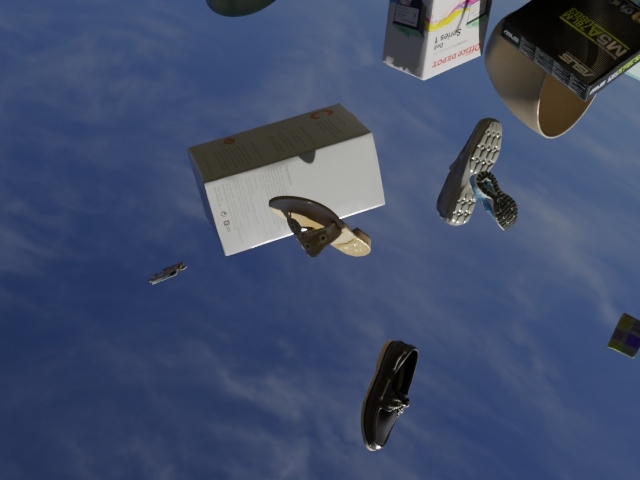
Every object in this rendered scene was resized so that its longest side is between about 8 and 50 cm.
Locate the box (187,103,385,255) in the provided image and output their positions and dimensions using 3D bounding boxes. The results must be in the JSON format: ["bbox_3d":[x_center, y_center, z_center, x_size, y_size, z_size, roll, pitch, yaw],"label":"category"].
[{"bbox_3d":[-0.073,-0.132,1.823,0.345,0.168,0.215,-18,-152,-9],"label":"box"}]

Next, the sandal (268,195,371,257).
[{"bbox_3d":[0.005,-0.002,1.632,0.240,0.088,0.079,27,-126,-38],"label":"sandal"}]

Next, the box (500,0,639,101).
[{"bbox_3d":[0.420,-0.334,1.424,0.184,0.045,0.191,-34,-118,-18],"label":"box"}]

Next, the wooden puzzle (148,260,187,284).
[{"bbox_3d":[-0.273,0.058,1.582,0.006,0.083,0.049,63,-163,-17],"label":"wooden puzzle"}]

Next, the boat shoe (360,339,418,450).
[{"bbox_3d":[0.129,0.282,1.617,0.065,0.206,0.075,2,160,42],"label":"boat shoe"}]

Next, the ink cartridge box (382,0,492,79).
[{"bbox_3d":[0.239,-0.479,1.734,0.201,0.278,0.117,-28,-132,-36],"label":"ink cartridge box"}]

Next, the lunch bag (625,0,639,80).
[{"bbox_3d":[0.664,-0.443,1.699,0.224,0.279,0.108,13,-138,-33],"label":"lunch bag"}]

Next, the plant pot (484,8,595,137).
[{"bbox_3d":[0.457,-0.381,1.857,0.191,0.284,0.284,33,-156,33],"label":"plant pot"}]

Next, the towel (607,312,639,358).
[{"bbox_3d":[0.616,0.190,1.778,0.060,0.083,0.009,26,-157,15],"label":"towel"}]

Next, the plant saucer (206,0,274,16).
[{"bbox_3d":[-0.157,-0.550,1.855,0.195,0.195,0.037,49,173,36],"label":"plant saucer"}]

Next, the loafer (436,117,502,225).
[{"bbox_3d":[0.404,-0.199,2.474,0.112,0.319,0.111,8,-157,-37],"label":"loafer"}]

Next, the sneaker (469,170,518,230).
[{"bbox_3d":[0.404,-0.096,2.087,0.162,0.063,0.073,57,168,-14],"label":"sneaker"}]
